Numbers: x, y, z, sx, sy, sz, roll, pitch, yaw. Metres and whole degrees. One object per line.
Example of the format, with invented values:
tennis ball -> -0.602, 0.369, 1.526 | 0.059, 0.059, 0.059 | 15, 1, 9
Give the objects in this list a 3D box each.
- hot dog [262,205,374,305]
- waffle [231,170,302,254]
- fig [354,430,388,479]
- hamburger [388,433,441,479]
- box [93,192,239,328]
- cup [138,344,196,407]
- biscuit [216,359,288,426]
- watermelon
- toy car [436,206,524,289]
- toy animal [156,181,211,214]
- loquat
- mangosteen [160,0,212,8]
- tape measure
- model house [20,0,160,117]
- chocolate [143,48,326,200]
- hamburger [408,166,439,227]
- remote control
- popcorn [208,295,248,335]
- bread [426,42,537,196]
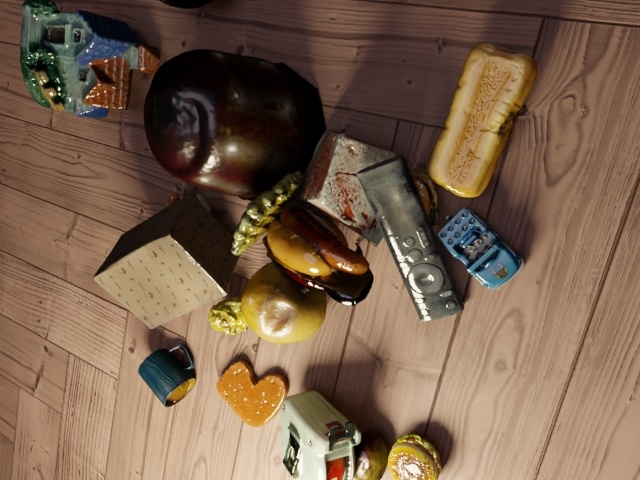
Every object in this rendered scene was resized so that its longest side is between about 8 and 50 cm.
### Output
hot dog -> -0.005, 0.002, 1.198 | 0.326, 0.194, 0.107 | 23, 136, 28
waffle -> -0.133, -0.070, 1.230 | 0.054, 0.223, 0.204 | 42, 138, 4
fig -> 0.118, 0.547, 1.256 | 0.109, 0.103, 0.154 | -27, 74, 52
hamburger -> 0.222, 0.523, 1.210 | 0.126, 0.081, 0.141 | 42, 113, 18
box -> -0.401, 0.058, 1.379 | 0.297, 0.190, 0.225 | -25, 121, 26
cup -> -0.448, 0.397, 1.545 | 0.138, 0.150, 0.113 | 41, 146, 20
biscuit -> -0.187, 0.412, 1.437 | 0.192, 0.036, 0.186 | 40, 109, 18
watermelon -> 0.035, -0.134, 1.171 | 0.262, 0.201, 0.213 | 27, 103, 31
toy car -> 0.332, 0.017, 1.087 | 0.191, 0.100, 0.097 | 47, 110, 11
toy animal -> -0.390, -0.041, 1.462 | 0.185, 0.104, 0.184 | -43, 84, 20
loquat -> -0.089, 0.153, 1.261 | 0.213, 0.213, 0.213 | 3, 97, 27
mangosteen -> -0.342, -0.730, 1.249 | 0.275, 0.275, 0.302 | 57, 156, 11
tape measure -> -0.015, 0.502, 1.253 | 0.243, 0.125, 0.246 | 22, 112, 61
model house -> -0.633, -0.492, 1.466 | 0.329, 0.252, 0.295 | 16, 102, 19
chocolate -> -0.230, -0.281, 1.223 | 0.384, 0.331, 0.383 | 2, 95, 25
hamburger -> 0.220, -0.069, 1.149 | 0.102, 0.087, 0.176 | 15, 109, 10
remote control -> 0.198, 0.006, 1.112 | 0.107, 0.044, 0.377 | -16, 109, 27
popcorn -> -0.242, 0.209, 1.404 | 0.121, 0.116, 0.106 | -20, 96, -14
bread -> 0.327, -0.245, 1.065 | 0.142, 0.091, 0.305 | 26, 107, 21
